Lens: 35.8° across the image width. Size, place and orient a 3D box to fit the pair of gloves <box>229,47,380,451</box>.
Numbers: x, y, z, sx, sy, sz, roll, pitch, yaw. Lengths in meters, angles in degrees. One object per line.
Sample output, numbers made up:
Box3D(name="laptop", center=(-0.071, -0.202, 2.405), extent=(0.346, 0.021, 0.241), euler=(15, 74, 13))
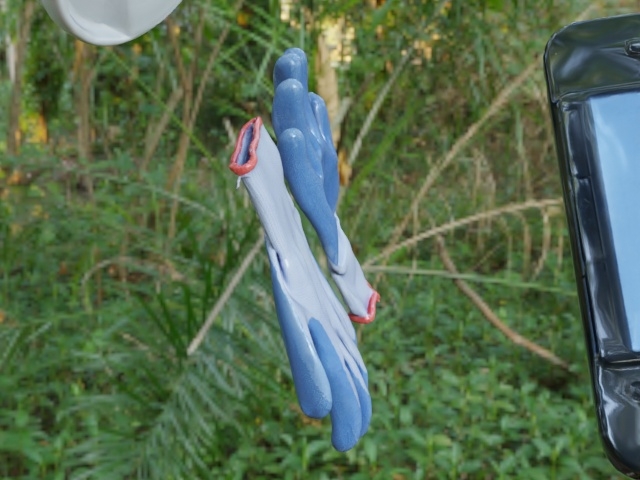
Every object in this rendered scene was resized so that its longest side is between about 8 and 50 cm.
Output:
Box3D(name="pair of gloves", center=(0.000, 0.000, 0.477), extent=(0.023, 0.159, 0.198), euler=(-15, 26, 12))

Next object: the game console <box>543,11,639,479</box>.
Box3D(name="game console", center=(0.247, -0.053, 0.476), extent=(0.250, 0.293, 0.173), euler=(-6, -31, 10))

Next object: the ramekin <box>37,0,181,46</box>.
Box3D(name="ramekin", center=(-0.198, -0.327, 0.912), extent=(0.127, 0.273, 0.273), euler=(32, 16, 13))
